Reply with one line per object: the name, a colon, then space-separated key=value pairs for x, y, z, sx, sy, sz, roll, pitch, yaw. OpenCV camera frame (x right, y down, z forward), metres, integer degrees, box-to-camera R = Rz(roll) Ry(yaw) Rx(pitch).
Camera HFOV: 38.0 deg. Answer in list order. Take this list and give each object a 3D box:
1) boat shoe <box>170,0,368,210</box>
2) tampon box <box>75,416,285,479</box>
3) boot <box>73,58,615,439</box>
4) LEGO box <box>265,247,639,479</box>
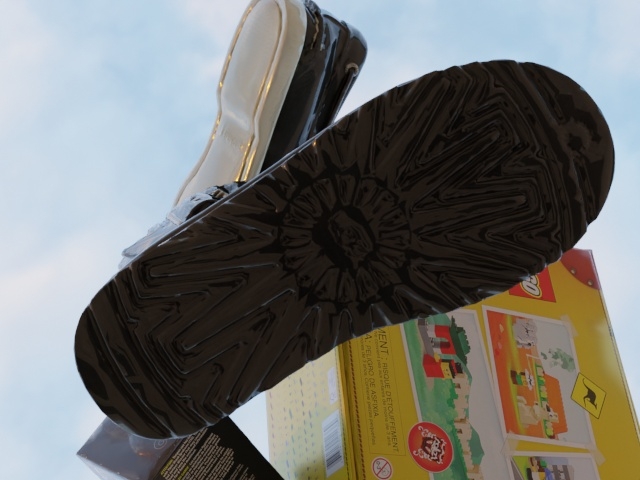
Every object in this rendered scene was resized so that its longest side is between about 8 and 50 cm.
boat shoe: x=-0.052 y=-0.051 z=0.833 sx=0.113 sy=0.127 sz=0.340 roll=6 pitch=-68 yaw=-33
tampon box: x=-0.126 y=0.224 z=0.889 sx=0.101 sy=0.120 sz=0.161 roll=-53 pitch=-52 yaw=-27
boot: x=-0.003 y=-0.003 z=0.631 sx=0.348 sy=0.260 sz=0.131 roll=-24 pitch=-86 yaw=-5
LEGO box: x=0.149 y=0.234 z=0.994 sx=0.373 sy=0.193 sz=0.500 roll=11 pitch=-125 yaw=-24
